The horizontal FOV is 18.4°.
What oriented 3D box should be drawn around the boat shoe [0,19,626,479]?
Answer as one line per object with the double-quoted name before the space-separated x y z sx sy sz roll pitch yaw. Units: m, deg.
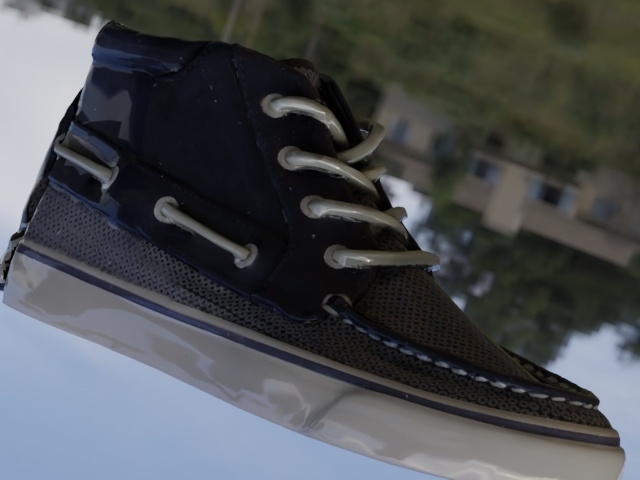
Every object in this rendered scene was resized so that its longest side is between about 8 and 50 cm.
"boat shoe" 0.000 0.000 0.909 0.340 0.158 0.127 19 -178 30
